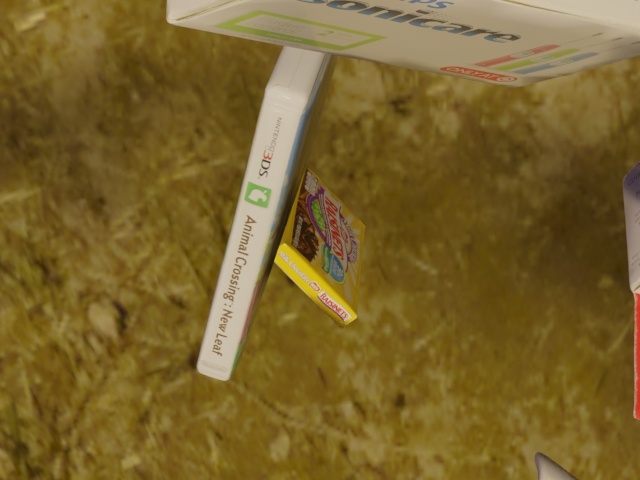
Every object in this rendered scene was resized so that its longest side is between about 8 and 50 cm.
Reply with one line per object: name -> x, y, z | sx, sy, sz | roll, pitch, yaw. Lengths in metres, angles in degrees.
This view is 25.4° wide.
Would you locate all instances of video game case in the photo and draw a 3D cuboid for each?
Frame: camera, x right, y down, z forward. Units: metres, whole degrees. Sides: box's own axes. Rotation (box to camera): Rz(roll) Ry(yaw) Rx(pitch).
video game case -> -0.016, -0.060, 0.780 | 0.023, 0.193, 0.212 | 18, 40, 1

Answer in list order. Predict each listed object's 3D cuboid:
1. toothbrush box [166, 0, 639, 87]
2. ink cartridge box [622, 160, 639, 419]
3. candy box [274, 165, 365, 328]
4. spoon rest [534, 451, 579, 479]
toothbrush box -> 0.052, -0.225, 0.611 | 0.206, 0.122, 0.283 | 4, 82, -37
ink cartridge box -> 0.430, 0.068, 1.330 | 0.296, 0.066, 0.261 | 15, 57, -16
candy box -> 0.000, 0.000, 1.424 | 0.027, 0.105, 0.206 | -36, 18, 19
spoon rest -> 0.128, 0.311, 1.222 | 0.137, 0.084, 0.276 | 36, 95, 0
